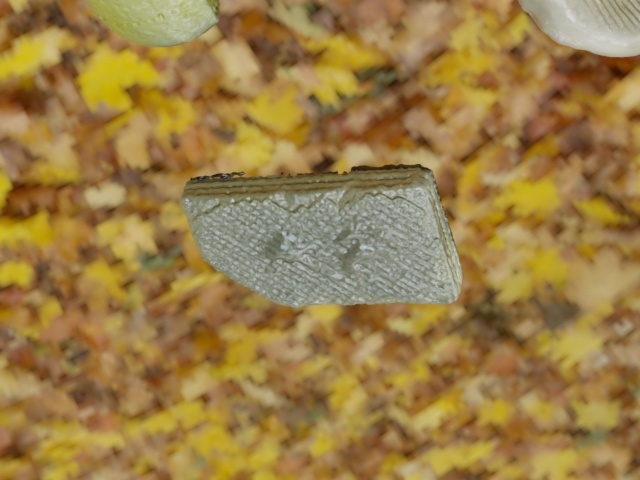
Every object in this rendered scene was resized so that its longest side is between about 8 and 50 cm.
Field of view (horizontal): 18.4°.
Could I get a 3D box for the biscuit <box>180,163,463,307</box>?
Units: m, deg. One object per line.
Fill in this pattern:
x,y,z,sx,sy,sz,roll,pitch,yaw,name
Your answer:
0.000,0.000,1.884,0.252,0.052,0.150,-1,132,19,biscuit

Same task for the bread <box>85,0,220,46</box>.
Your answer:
-0.138,-0.217,1.517,0.111,0.129,0.114,-18,130,20,bread

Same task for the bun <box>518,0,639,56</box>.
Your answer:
0.254,-0.257,1.837,0.183,0.102,0.183,-1,92,-25,bun
